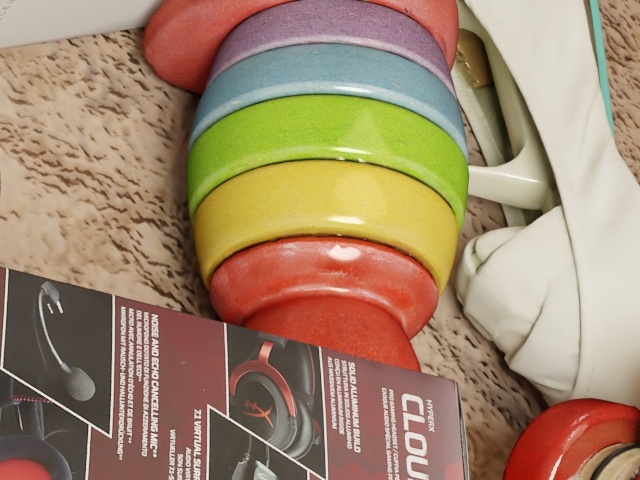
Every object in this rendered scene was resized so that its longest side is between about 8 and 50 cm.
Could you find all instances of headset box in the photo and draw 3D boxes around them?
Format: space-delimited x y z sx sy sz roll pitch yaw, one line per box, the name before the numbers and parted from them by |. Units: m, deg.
headset box | -0.091 0.123 0.750 0.293 0.218 0.110 16 55 -27

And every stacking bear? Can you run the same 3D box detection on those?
stacking bear | 0.000 0.000 0.945 0.175 0.164 0.289 16 58 -26

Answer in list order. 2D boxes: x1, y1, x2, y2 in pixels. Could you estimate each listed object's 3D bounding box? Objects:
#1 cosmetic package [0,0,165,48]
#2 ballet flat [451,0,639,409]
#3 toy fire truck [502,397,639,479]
cosmetic package | -0.071 -0.236 1.016 0.366 0.197 0.155 -17 73 -39
ballet flat | 0.130 -0.018 1.077 0.139 0.139 0.400 10 52 -30
toy fire truck | 0.226 0.207 0.893 0.254 0.169 0.302 14 86 -32
